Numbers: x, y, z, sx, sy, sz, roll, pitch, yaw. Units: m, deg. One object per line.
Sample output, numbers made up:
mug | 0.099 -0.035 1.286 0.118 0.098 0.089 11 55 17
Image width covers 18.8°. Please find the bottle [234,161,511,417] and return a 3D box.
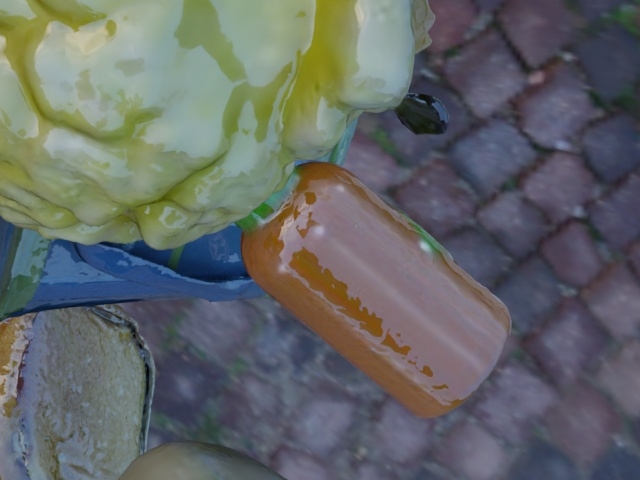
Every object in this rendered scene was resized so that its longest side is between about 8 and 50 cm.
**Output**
bottle | 0.000 0.000 0.856 0.187 0.069 0.069 40 85 -19

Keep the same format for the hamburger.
hamburger | -0.265 0.152 1.701 0.211 0.260 0.245 -12 113 25

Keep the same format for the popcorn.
popcorn | -0.042 -0.083 0.530 0.170 0.180 0.180 20 92 -14

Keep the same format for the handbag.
handbag | -0.125 -0.077 1.281 0.241 0.222 0.263 -5 123 -31

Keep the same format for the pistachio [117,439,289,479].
pistachio | -0.030 0.203 0.657 0.162 0.181 0.293 -16 110 -30
